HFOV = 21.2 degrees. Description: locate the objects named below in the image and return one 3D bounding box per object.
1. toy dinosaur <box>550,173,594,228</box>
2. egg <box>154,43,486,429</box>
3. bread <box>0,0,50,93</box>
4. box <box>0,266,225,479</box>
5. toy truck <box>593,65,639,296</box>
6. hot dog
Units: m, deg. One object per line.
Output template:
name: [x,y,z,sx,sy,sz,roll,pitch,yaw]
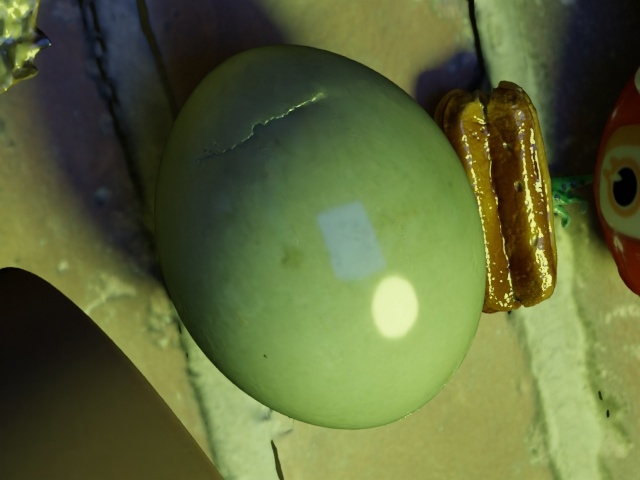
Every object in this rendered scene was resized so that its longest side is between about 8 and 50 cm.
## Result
toy dinosaur: [0.154,-0.034,1.167,0.062,0.021,0.083,30,92,-20]
egg: [0.000,0.000,0.991,0.186,0.186,0.253,-34,121,-16]
bread: [-0.236,-0.225,0.791,0.194,0.179,0.340,-4,106,-30]
box: [-0.172,0.171,0.902,0.216,0.301,0.301,-38,121,-19]
toy truck: [0.273,-0.090,1.116,0.239,0.189,0.265,48,68,-27]
hot dog: [0.118,-0.024,1.125,0.071,0.045,0.165,-12,114,0]
